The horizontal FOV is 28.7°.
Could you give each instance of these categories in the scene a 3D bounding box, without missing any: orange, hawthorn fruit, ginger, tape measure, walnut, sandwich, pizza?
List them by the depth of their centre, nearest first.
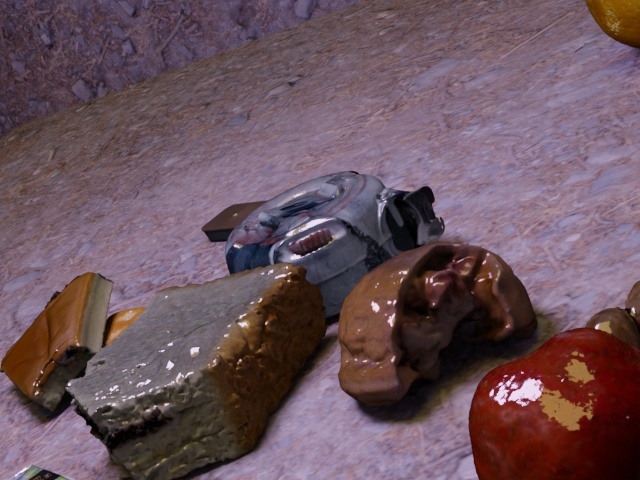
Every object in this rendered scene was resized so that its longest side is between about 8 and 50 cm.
[{"bbox_3d":[0.220,0.177,1.011,0.185,0.185,0.202,-26,39,0],"label":"hawthorn fruit"},{"bbox_3d":[0.342,0.074,1.241,0.204,0.080,0.104,-28,25,-9],"label":"ginger"},{"bbox_3d":[0.110,0.079,1.441,0.238,0.141,0.204,-27,14,-10],"label":"walnut"},{"bbox_3d":[-0.168,0.168,1.574,0.262,0.131,0.325,-11,25,33],"label":"sandwich"},{"bbox_3d":[0.000,0.000,1.768,0.275,0.147,0.256,-32,19,-19],"label":"tape measure"},{"bbox_3d":[-0.264,0.153,1.841,0.127,0.058,0.246,-34,21,-20],"label":"pizza"},{"bbox_3d":[-0.416,0.182,1.889,0.245,0.063,0.212,-45,24,24],"label":"sandwich"},{"bbox_3d":[0.565,-0.419,2.054,0.262,0.196,0.334,-10,25,3],"label":"orange"}]

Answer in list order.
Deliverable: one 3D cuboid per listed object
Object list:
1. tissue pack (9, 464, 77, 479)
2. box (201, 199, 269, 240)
[{"bbox_3d":[-0.304,0.308,1.456,0.079,0.085,0.111,-37,21,-30],"label":"tissue pack"},{"bbox_3d":[-0.144,-0.033,2.208,0.126,0.031,0.091,-5,28,47],"label":"box"}]
